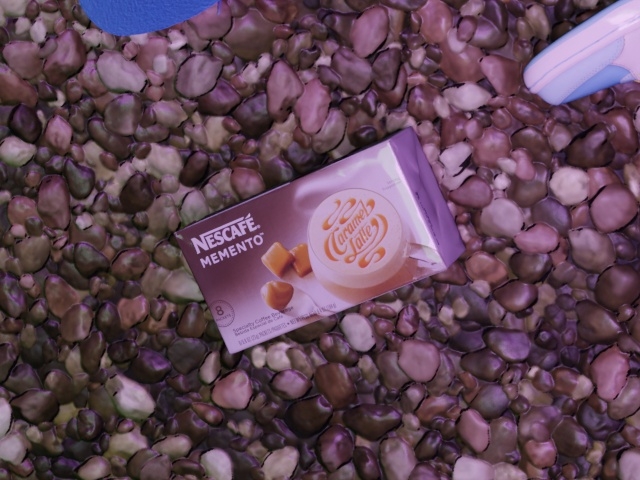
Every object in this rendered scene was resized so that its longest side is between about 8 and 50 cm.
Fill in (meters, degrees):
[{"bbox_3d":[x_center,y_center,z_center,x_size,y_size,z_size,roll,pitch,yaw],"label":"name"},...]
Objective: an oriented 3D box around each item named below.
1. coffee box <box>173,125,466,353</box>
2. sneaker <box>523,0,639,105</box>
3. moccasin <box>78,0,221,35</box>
[{"bbox_3d":[0.000,0.000,1.875,0.246,0.098,0.141,-22,95,20],"label":"coffee box"},{"bbox_3d":[0.359,-0.150,1.719,0.319,0.127,0.208,-26,93,21],"label":"sneaker"},{"bbox_3d":[-0.082,-0.316,1.824,0.342,0.117,0.138,-32,104,16],"label":"moccasin"}]
